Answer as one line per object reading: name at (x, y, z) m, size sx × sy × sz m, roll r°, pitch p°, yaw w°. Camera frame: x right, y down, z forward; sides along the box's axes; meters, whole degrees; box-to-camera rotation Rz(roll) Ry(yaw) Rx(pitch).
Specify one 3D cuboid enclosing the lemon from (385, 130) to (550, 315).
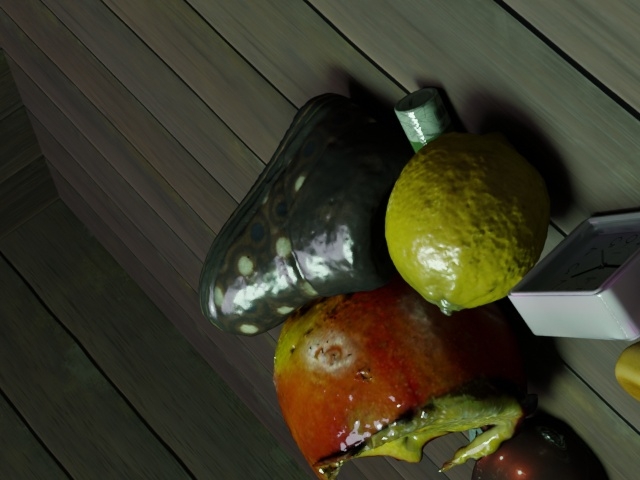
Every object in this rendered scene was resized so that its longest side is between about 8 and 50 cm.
lemon at (0.172, -0.023, 1.374) m, size 0.192 × 0.231 × 0.192 m, roll 17°, pitch 169°, yaw 4°

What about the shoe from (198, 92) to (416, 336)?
shoe at (0.000, 0.000, 1.616) m, size 0.237 × 0.384 × 0.171 m, roll 38°, pitch -172°, yaw 40°

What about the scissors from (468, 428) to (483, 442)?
scissors at (0.274, 0.322, 2.084) m, size 0.144 × 0.017 × 0.248 m, roll 35°, pitch 156°, yaw 43°

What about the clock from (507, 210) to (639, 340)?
clock at (0.309, 0.034, 1.247) m, size 0.063 × 0.150 × 0.197 m, roll 52°, pitch 162°, yaw -11°

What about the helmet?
helmet at (0.333, 0.381, 1.812) m, size 0.189 × 0.193 × 0.216 m, roll 36°, pitch 113°, yaw 39°

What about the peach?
peach at (0.115, 0.203, 1.703) m, size 0.416 × 0.339 × 0.353 m, roll 24°, pitch 120°, yaw 56°

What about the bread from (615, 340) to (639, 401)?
bread at (0.435, 0.168, 1.312) m, size 0.092 × 0.074 × 0.239 m, roll 43°, pitch 169°, yaw -26°

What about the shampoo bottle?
shampoo bottle at (0.164, -0.097, 1.497) m, size 0.065 × 0.065 × 0.204 m, roll 19°, pitch 143°, yaw 59°
